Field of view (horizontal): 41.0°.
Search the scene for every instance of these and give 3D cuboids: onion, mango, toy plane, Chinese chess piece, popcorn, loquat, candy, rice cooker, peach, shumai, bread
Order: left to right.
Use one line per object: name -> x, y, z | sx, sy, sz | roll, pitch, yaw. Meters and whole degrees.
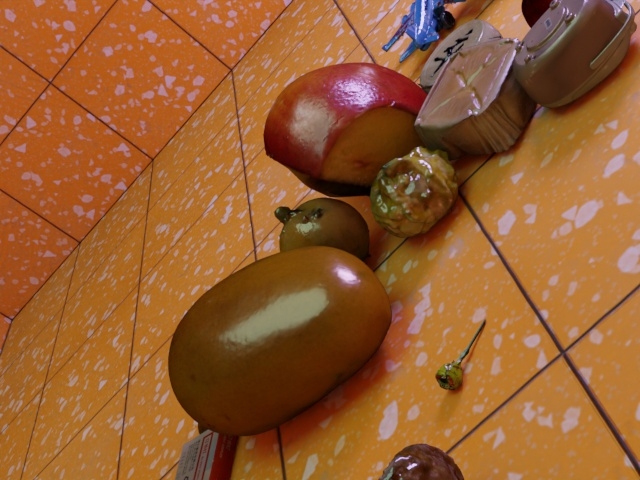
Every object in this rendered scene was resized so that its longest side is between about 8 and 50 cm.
mango -> -0.073, 0.165, 1.455 | 0.445, 0.232, 0.300 | -27, 40, 33
loquat -> 0.000, 0.000, 1.597 | 0.172, 0.204, 0.149 | -53, 0, 25
peach -> 0.050, -0.226, 1.659 | 0.380, 0.306, 0.243 | -108, 33, -67
popcorn -> 0.165, -0.087, 1.502 | 0.174, 0.142, 0.173 | -61, 0, 0
toy plane -> 0.251, -0.532, 1.983 | 0.254, 0.105, 0.271 | -24, 35, 46
shumai -> 0.138, 0.329, 0.956 | 0.153, 0.210, 0.161 | 26, 61, 33
Chinese chess piece -> 0.282, -0.352, 1.708 | 0.188, 0.083, 0.188 | -43, 24, 24
candy -> 0.205, 0.159, 1.210 | 0.123, 0.035, 0.035 | -51, 10, -22
bread -> 0.286, -0.244, 1.518 | 0.192, 0.110, 0.210 | -7, 50, 50
onion -> 0.416, -0.432, 1.531 | 0.131, 0.131, 0.131 | -40, 26, 25
rice cooker -> 0.404, -0.312, 1.378 | 0.206, 0.127, 0.145 | -51, 23, 23

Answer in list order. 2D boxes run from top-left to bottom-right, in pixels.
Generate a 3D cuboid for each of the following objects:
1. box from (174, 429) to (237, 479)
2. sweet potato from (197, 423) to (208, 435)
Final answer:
box -> -0.216, 0.441, 1.543 | 0.123, 0.050, 0.229 | -35, 28, 30
sweet potato -> -0.172, 0.308, 1.632 | 0.226, 0.068, 0.068 | -44, 25, 16
